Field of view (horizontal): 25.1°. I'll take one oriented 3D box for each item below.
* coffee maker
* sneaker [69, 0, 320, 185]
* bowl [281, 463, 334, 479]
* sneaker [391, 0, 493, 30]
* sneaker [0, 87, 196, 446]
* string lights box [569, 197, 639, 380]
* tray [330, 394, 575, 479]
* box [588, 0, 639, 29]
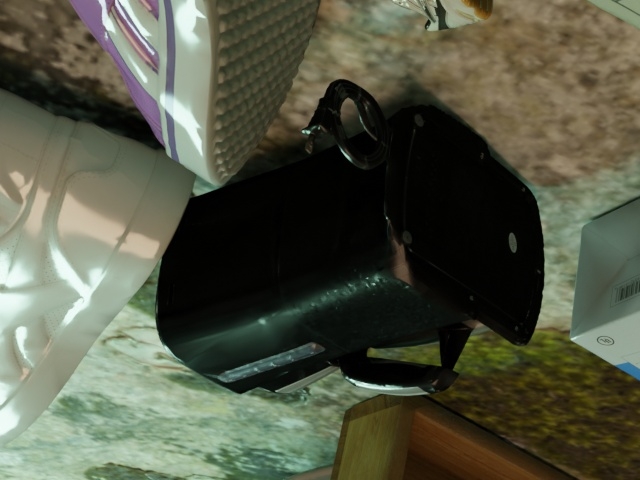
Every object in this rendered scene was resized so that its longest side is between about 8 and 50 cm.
[{"bbox_3d":[0.000,0.000,0.747,0.178,0.120,0.171,-19,118,38],"label":"coffee maker"},{"bbox_3d":[-0.088,-0.136,0.590,0.161,0.102,0.282,25,156,15],"label":"sneaker"},{"bbox_3d":[0.008,0.326,1.106,0.311,0.311,0.163,21,166,-14],"label":"bowl"},{"bbox_3d":[0.038,-0.116,0.612,0.037,0.032,0.083,-16,138,37],"label":"sneaker"},{"bbox_3d":[-0.205,0.010,0.837,0.169,0.108,0.292,25,136,-16],"label":"sneaker"},{"bbox_3d":[0.272,0.059,0.760,0.259,0.077,0.133,30,144,-26],"label":"string lights box"},{"bbox_3d":[0.174,0.286,1.027,0.411,0.203,0.076,31,145,-27],"label":"tray"},{"bbox_3d":[0.253,-0.079,0.461,0.311,0.121,0.148,26,167,-16],"label":"box"}]
